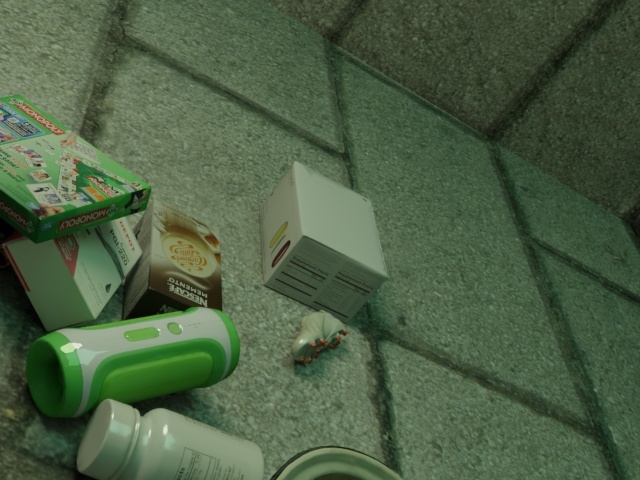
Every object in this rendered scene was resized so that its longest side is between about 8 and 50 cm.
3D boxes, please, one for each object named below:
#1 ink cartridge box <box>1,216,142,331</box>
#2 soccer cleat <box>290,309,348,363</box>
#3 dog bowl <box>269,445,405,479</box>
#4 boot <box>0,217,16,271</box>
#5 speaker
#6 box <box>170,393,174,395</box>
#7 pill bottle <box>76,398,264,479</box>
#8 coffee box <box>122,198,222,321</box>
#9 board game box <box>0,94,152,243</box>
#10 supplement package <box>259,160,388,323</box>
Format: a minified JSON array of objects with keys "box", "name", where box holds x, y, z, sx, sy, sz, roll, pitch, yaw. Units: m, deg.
[{"box":[-0.374,0.013,1.567,0.218,0.092,0.159,-72,144,-62],"name":"ink cartridge box"},{"box":[-0.017,0.174,1.872,0.076,0.068,0.196,41,20,14],"name":"soccer cleat"},{"box":[0.021,0.478,1.280,0.408,0.150,0.408,31,41,-31],"name":"dog bowl"},{"box":[-0.479,-0.022,1.587,0.236,0.085,0.179,26,39,-44],"name":"boot"},{"box":[-0.263,0.172,1.466,0.296,0.131,0.131,-7,51,-44],"name":"speaker"},{"box":[-0.261,0.199,1.578,0.083,0.018,0.067,24,31,-27],"name":"box"},{"box":[-0.203,0.300,1.375,0.229,0.131,0.131,26,30,-24],"name":"pill bottle"},{"box":[-0.247,0.060,1.716,0.141,0.098,0.246,26,30,-25],"name":"coffee box"},{"box":[-0.440,-0.116,1.526,0.317,0.046,0.213,34,32,25],"name":"board game box"},{"box":[0.000,0.000,2.061,0.204,0.145,0.262,27,29,-23],"name":"supplement package"}]
